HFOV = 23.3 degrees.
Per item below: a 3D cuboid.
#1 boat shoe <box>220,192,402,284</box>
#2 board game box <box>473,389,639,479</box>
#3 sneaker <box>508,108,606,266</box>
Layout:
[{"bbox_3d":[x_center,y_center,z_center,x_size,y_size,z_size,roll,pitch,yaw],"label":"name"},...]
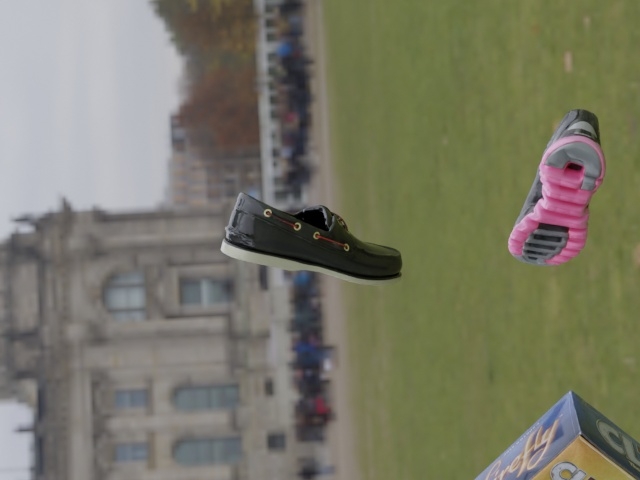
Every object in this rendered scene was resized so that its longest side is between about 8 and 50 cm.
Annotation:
[{"bbox_3d":[0.001,0.000,0.961,0.049,0.133,0.042,25,99,55],"label":"boat shoe"},{"bbox_3d":[0.159,0.206,0.777,0.165,0.243,0.042,-46,15,20],"label":"board game box"},{"bbox_3d":[0.151,-0.034,0.972,0.119,0.047,0.057,108,175,-46],"label":"sneaker"}]
